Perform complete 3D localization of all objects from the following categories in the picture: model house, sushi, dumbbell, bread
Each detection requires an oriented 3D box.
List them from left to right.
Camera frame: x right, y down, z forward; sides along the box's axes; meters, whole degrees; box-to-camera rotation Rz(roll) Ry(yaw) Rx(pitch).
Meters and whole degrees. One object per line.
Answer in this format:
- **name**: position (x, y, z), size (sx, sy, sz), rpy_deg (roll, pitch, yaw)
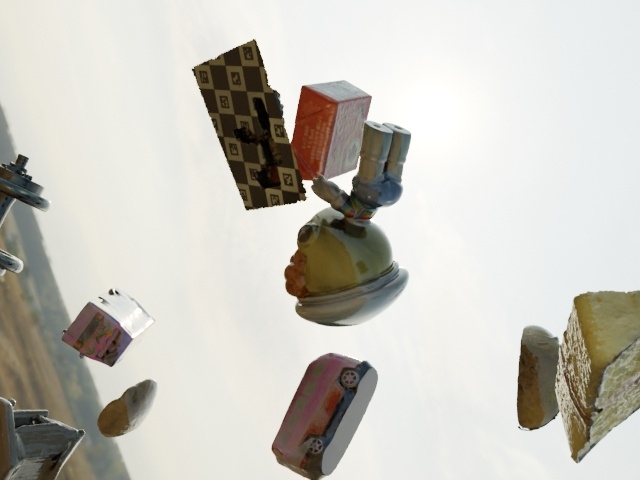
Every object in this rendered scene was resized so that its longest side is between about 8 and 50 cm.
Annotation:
- **dumbbell**: position (-0.680, -0.047, 1.866), size (0.192, 0.290, 0.192), rpy_deg (25, -6, 3)
- **model house**: position (-0.530, 0.390, 1.586), size (0.229, 0.188, 0.122), rpy_deg (-56, -131, 17)
- **sushi**: position (-0.105, -0.193, 1.539), size (0.192, 0.043, 0.280), rpy_deg (-9, -75, 49)
- **bread**: position (0.387, 0.179, 1.218), size (0.141, 0.178, 0.266), rpy_deg (27, -36, 28)

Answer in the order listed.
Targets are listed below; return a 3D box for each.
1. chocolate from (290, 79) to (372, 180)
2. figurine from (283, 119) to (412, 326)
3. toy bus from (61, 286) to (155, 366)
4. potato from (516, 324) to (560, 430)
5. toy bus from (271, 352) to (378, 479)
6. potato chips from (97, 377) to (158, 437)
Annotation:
- **chocolate**: position (0.023, -0.267, 2.207), size (0.108, 0.237, 0.235), rpy_deg (20, -70, 24)
- **figurine**: position (0.061, -0.015, 1.562), size (0.205, 0.224, 0.382), rpy_deg (35, -49, 38)
- **toy bus**: position (-0.373, 0.152, 1.594), size (0.112, 0.090, 0.274), rpy_deg (35, 1, -3)
- **potato**: position (0.523, 0.313, 2.112), size (0.100, 0.120, 0.261), rpy_deg (41, 53, -58)
- **toy bus**: position (0.009, 0.401, 2.072), size (0.147, 0.303, 0.127), rpy_deg (18, -25, 23)
- **potato chips**: position (-0.479, 0.438, 2.274), size (0.062, 0.195, 0.208), rpy_deg (41, -60, 17)
